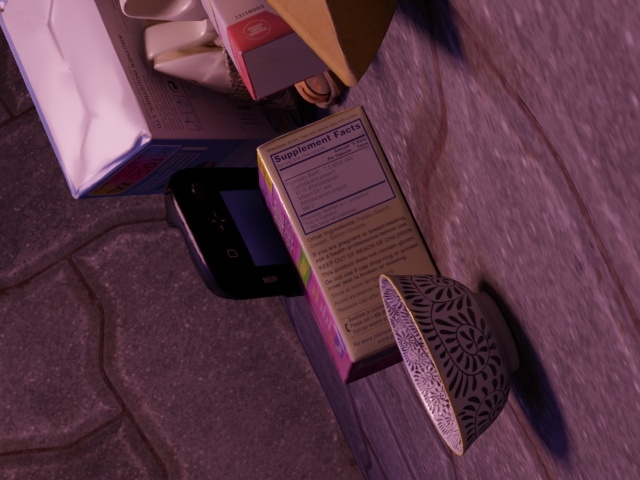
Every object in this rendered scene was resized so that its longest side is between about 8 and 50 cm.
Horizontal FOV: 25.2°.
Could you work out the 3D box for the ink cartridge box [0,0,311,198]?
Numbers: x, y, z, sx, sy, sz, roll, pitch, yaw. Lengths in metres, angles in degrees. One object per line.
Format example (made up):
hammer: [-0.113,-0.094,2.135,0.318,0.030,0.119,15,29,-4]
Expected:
ink cartridge box: [-0.175,-0.204,1.786,0.395,0.151,0.270,-7,-111,-54]

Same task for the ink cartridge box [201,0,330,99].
ink cartridge box: [-0.050,-0.233,1.336,0.067,0.115,0.198,73,171,-49]

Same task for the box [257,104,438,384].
box: [0.032,0.012,1.521,0.213,0.117,0.243,99,148,-79]

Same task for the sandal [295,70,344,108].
sandal: [-0.010,-0.176,1.515,0.180,0.049,0.072,104,143,-80]

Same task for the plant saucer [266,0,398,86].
plant saucer: [-0.036,-0.321,1.079,0.333,0.081,0.332,-124,12,-60]

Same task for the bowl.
bowl: [0.120,0.092,1.236,0.170,0.080,0.170,157,90,-83]

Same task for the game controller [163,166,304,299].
game controller: [-0.051,-0.011,1.672,0.319,0.067,0.166,-5,-125,-54]

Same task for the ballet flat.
ballet flat: [-0.129,-0.275,1.557,0.482,0.182,0.164,79,166,-63]
